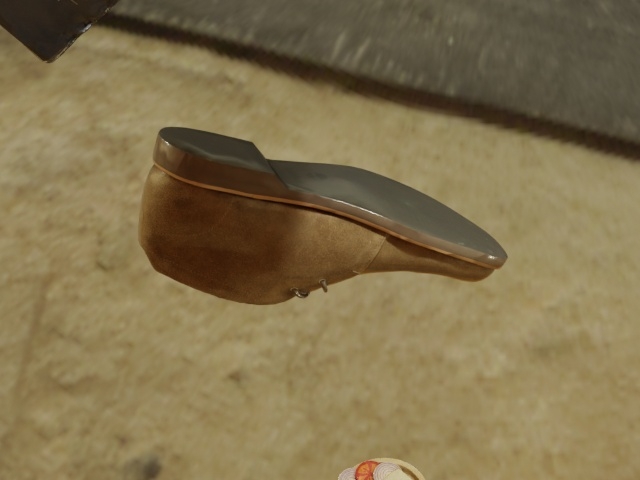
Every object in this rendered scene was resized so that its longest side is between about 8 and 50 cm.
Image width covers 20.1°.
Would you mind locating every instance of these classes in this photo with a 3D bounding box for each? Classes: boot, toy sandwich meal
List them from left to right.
[{"bbox_3d":[0.000,0.000,1.469,0.305,0.112,0.115,14,106,-14],"label":"boot"},{"bbox_3d":[0.047,0.198,1.403,0.085,0.085,0.029,-6,138,7],"label":"toy sandwich meal"}]

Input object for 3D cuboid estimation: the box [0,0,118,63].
[{"bbox_3d":[-0.107,-0.345,1.186,0.312,0.343,0.179,-33,118,31],"label":"box"}]
